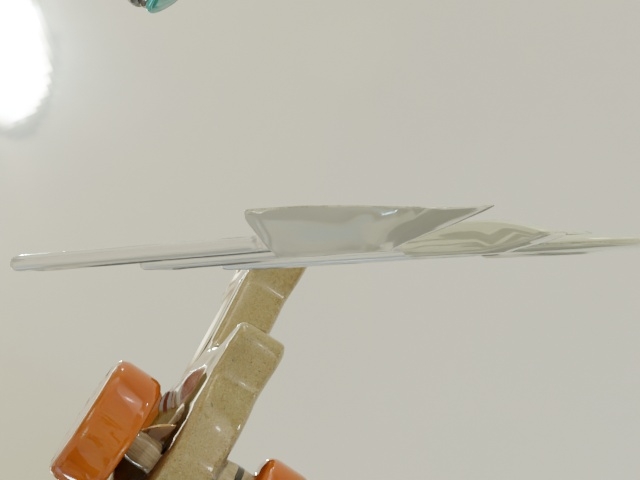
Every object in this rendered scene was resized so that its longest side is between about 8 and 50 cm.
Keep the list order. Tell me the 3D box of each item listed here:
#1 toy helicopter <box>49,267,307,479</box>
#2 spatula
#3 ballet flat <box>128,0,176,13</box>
[{"bbox_3d":[-0.084,0.117,1.310,0.140,0.355,0.235,33,-49,-6],"label":"toy helicopter"},{"bbox_3d":[0.000,0.000,0.760,0.242,0.168,0.019,-3,-92,44],"label":"spatula"},{"bbox_3d":[-0.076,-0.217,1.174,0.074,0.074,0.203,56,-44,9],"label":"ballet flat"}]
